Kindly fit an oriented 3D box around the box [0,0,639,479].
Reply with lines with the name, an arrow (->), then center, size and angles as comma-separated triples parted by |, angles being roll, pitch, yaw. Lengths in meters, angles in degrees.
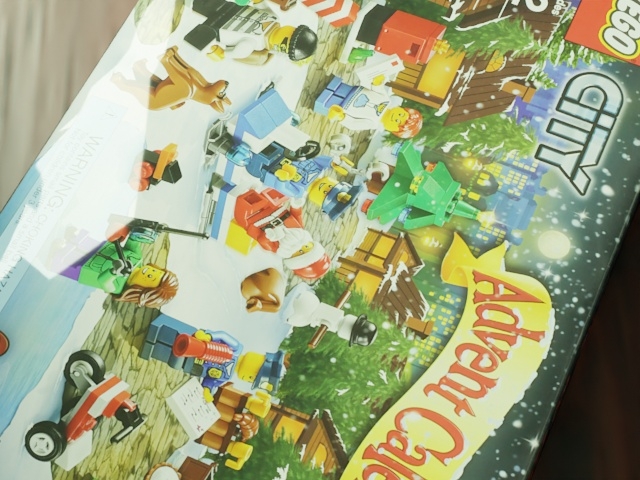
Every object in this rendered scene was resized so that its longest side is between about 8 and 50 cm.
box -> 0.000, 0.000, 0.436 | 0.159, 0.044, 0.233 | 20, 61, 12
